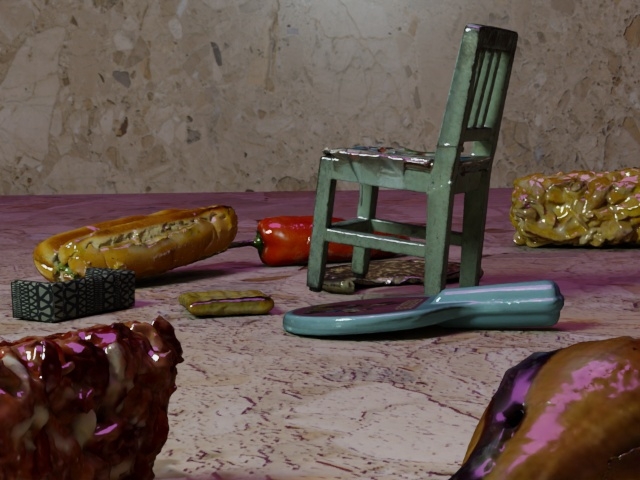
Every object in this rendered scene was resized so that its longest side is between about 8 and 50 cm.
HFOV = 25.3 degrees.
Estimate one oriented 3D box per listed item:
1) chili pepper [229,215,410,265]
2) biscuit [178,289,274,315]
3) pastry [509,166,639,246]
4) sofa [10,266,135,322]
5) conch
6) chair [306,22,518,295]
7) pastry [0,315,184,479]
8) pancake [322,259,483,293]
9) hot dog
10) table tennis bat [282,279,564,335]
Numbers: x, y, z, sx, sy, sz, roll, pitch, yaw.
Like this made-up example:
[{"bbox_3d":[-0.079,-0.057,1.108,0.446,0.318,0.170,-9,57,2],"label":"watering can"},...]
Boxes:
[{"bbox_3d":[0.000,0.000,1.773,0.272,0.063,0.071,-1,17,-23],"label":"chili pepper"},{"bbox_3d":[-0.091,0.059,1.365,0.083,0.018,0.081,-2,5,-14],"label":"biscuit"},{"bbox_3d":[0.374,-0.043,1.888,0.250,0.102,0.154,-3,4,8],"label":"pastry"},{"bbox_3d":[-0.238,0.051,1.380,0.060,0.039,0.118,1,6,34],"label":"sofa"},{"bbox_3d":[0.121,0.089,0.676,0.232,0.080,0.086,-5,-1,-27],"label":"conch"},{"bbox_3d":[0.086,-0.078,1.375,0.147,0.270,0.136,10,10,22],"label":"chair"},{"bbox_3d":[-0.132,0.088,0.645,0.115,0.097,0.208,-3,2,17],"label":"pastry"},{"bbox_3d":[0.081,0.038,1.547,0.190,0.020,0.184,-2,5,6],"label":"pancake"},{"bbox_3d":[-0.199,0.005,1.620,0.269,0.072,0.115,-14,2,-44],"label":"hot dog"},{"bbox_3d":[0.087,0.062,1.234,0.244,0.040,0.153,-5,4,14],"label":"table tennis bat"}]
